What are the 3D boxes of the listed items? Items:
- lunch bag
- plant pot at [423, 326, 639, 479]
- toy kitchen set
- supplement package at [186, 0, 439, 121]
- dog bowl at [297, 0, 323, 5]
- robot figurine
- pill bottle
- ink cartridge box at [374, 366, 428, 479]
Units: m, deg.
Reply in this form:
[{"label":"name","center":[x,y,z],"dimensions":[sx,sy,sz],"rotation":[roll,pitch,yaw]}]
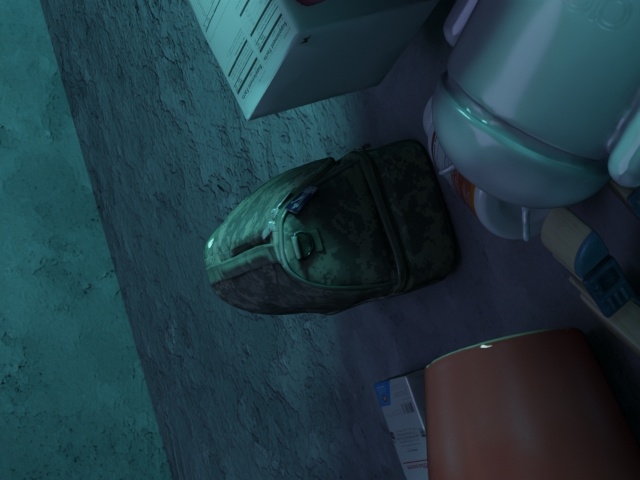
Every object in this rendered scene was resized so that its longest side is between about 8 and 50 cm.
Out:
[{"label":"lunch bag","center":[0.000,0.000,1.907],"dimensions":[0.305,0.256,0.212],"rotation":[-19,89,63]},{"label":"plant pot","center":[0.241,0.242,1.622],"dimensions":[0.275,0.275,0.243],"rotation":[137,123,-61]},{"label":"toy kitchen set","center":[0.352,0.012,1.472],"dimensions":[0.122,0.166,0.207],"rotation":[47,180,41]},{"label":"supplement package","center":[-0.032,-0.318,1.649],"dimensions":[0.262,0.199,0.198],"rotation":[63,150,15]},{"label":"dog bowl","center":[0.089,-0.382,1.397],"dimensions":[0.150,0.408,0.408],"rotation":[58,155,-11]},{"label":"robot figurine","center":[0.236,-0.178,1.356],"dimensions":[0.300,0.200,0.353],"rotation":[48,122,41]},{"label":"pill bottle","center":[0.196,-0.100,1.596],"dimensions":[0.216,0.121,0.121],"rotation":[-120,25,-56]},{"label":"ink cartridge box","center":[0.151,0.276,2.002],"dimensions":[0.104,0.060,0.180],"rotation":[-26,82,62]}]
